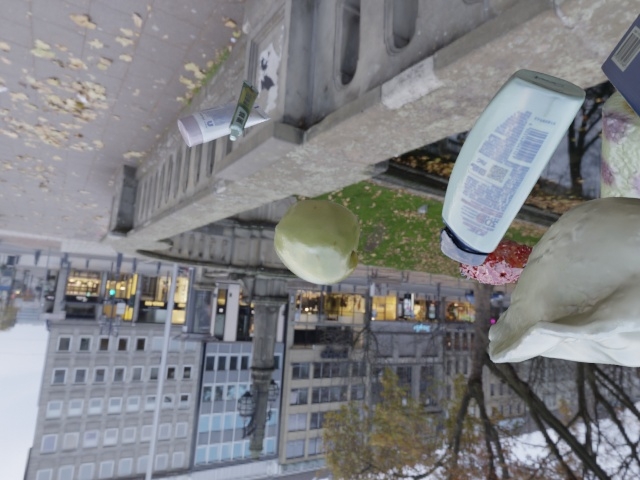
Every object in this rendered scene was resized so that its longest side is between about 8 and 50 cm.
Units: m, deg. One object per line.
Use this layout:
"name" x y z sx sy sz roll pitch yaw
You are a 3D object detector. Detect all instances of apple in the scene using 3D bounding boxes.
"apple" 0.000 0.000 0.916 0.200 0.199 0.200 3 171 1

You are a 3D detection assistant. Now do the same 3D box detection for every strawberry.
"strawberry" 0.414 0.060 0.992 0.192 0.085 0.140 24 139 18

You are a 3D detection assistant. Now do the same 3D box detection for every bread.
"bread" 0.625 -0.110 0.771 0.187 0.155 0.338 37 168 47

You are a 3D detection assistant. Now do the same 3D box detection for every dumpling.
"dumpling" 0.221 0.050 0.359 0.179 0.131 0.252 -34 175 -22

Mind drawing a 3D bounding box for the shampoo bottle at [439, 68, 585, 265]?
"shampoo bottle" 0.302 -0.109 0.739 0.134 0.078 0.359 27 136 16

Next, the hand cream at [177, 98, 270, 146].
"hand cream" -0.287 -0.356 1.223 0.248 0.133 0.083 -25 150 -21

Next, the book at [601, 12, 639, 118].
"book" 0.430 -0.279 0.451 0.025 0.190 0.269 17 134 -1

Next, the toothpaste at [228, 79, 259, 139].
"toothpaste" -0.180 -0.301 0.965 0.049 0.204 0.032 35 135 -31
